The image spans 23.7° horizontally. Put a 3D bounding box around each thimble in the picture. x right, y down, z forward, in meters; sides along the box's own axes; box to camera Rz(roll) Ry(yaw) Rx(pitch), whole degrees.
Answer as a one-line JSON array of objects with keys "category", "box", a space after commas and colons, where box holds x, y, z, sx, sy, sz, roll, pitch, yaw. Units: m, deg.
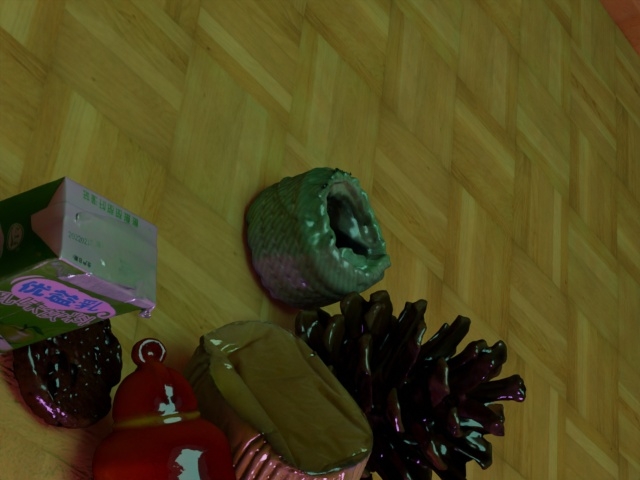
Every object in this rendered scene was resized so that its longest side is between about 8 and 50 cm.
[{"category": "thimble", "box": [0.000, 0.000, 2.344, 0.219, 0.150, 0.219, 32, 49, -47]}]

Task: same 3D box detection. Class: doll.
[{"category": "doll", "box": [-0.189, 0.300, 1.871, 0.183, 0.160, 0.363, -6, 84, -31]}]

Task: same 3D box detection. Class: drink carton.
[{"category": "drink carton", "box": [-0.327, 0.039, 1.684, 0.161, 0.271, 0.108, 31, 50, -49]}]

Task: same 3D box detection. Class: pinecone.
[{"category": "pinecone", "box": [0.118, 0.246, 2.212, 0.384, 0.384, 0.384, 32, 50, -48]}]

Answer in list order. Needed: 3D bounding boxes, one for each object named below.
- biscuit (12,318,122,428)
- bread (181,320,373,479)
[{"category": "biscuit", "box": [-0.315, 0.138, 1.874, 0.192, 0.049, 0.192, 34, 47, -47]}, {"category": "bread", "box": [-0.071, 0.252, 2.016, 0.288, 0.156, 0.204, 44, 36, 25]}]
